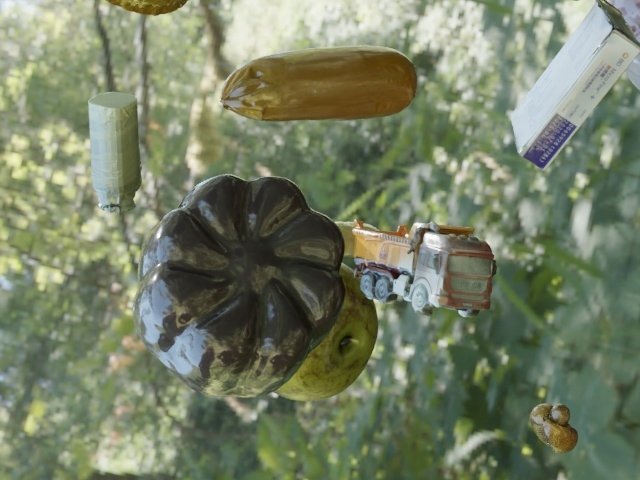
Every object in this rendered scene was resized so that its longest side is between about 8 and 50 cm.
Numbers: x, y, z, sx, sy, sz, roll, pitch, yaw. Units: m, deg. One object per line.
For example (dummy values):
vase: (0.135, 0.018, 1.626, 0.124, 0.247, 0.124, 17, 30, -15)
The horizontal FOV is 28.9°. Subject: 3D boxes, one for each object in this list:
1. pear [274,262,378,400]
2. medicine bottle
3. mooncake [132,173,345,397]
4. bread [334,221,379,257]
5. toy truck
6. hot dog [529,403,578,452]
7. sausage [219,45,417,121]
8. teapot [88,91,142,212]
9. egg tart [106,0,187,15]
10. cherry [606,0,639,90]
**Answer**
pear: (-0.034, 0.150, 2.238, 0.283, 0.283, 0.284, 13, -90, -84)
medicine bottle: (0.322, -0.205, 1.597, 0.201, 0.052, 0.171, -55, 10, 21)
mooncake: (-0.104, 0.054, 1.668, 0.154, 0.306, 0.306, 125, 163, -59)
bread: (0.000, 0.000, 2.009, 0.139, 0.178, 0.060, 1, 91, 60)
toy truck: (0.150, 0.034, 1.851, 0.270, 0.114, 0.135, 14, 98, 62)
hot dog: (0.399, 0.315, 2.119, 0.060, 0.090, 0.140, -43, -37, -5)
sausage: (-0.001, -0.238, 1.907, 0.354, 0.134, 0.116, -11, -46, -43)
teapot: (-0.349, -0.155, 2.154, 0.107, 0.077, 0.200, -43, -39, -57)
egg tart: (-0.187, -0.380, 1.453, 0.171, 0.215, 0.215, -11, 57, 48)
cherry: (0.634, -0.351, 2.064, 0.335, 0.291, 0.326, -28, -45, -22)
